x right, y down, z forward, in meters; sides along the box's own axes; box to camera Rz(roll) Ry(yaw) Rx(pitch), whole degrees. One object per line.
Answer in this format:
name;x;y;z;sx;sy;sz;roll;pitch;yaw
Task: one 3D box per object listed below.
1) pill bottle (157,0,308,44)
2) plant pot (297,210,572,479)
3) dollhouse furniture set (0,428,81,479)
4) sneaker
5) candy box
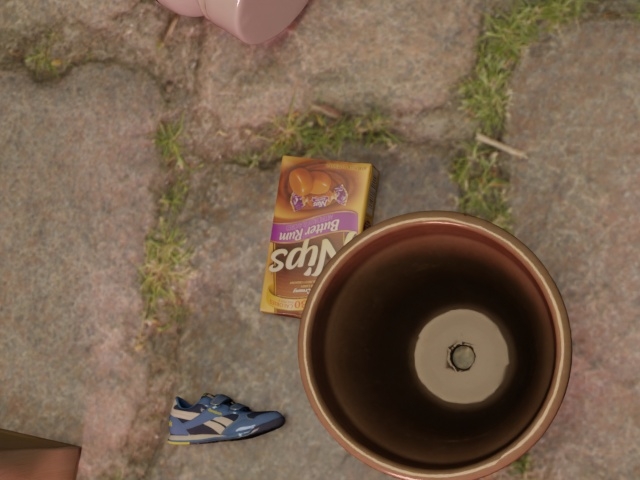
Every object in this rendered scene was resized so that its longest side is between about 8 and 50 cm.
pill bottle;-0.178;-0.395;1.380;0.361;0.204;0.204;35;92;18
plant pot;0.134;0.114;1.199;0.263;0.229;0.262;-3;81;16
dollhouse furniture set;-0.430;0.415;1.303;0.362;0.256;0.394;9;84;17
sneaker;-0.112;0.204;1.350;0.144;0.053;0.059;-7;78;14
candy box;0.000;0.000;1.349;0.109;0.053;0.186;6;85;16
